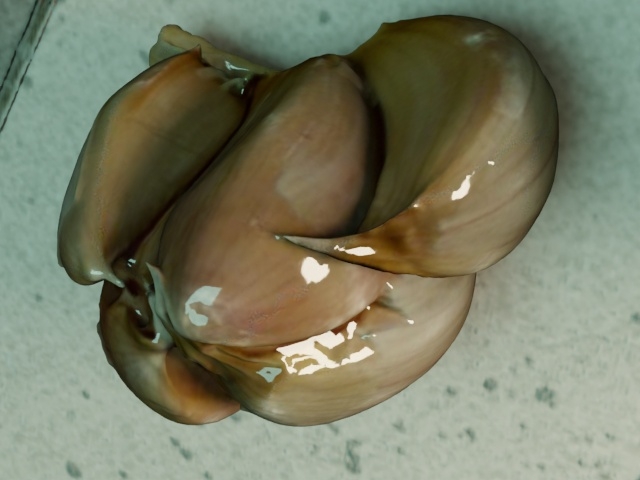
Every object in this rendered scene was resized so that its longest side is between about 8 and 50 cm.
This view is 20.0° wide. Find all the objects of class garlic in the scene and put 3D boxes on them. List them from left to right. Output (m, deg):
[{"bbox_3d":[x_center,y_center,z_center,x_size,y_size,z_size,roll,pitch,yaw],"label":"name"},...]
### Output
[{"bbox_3d":[0.000,0.000,0.790,0.214,0.191,0.160,0,135,17],"label":"garlic"}]
